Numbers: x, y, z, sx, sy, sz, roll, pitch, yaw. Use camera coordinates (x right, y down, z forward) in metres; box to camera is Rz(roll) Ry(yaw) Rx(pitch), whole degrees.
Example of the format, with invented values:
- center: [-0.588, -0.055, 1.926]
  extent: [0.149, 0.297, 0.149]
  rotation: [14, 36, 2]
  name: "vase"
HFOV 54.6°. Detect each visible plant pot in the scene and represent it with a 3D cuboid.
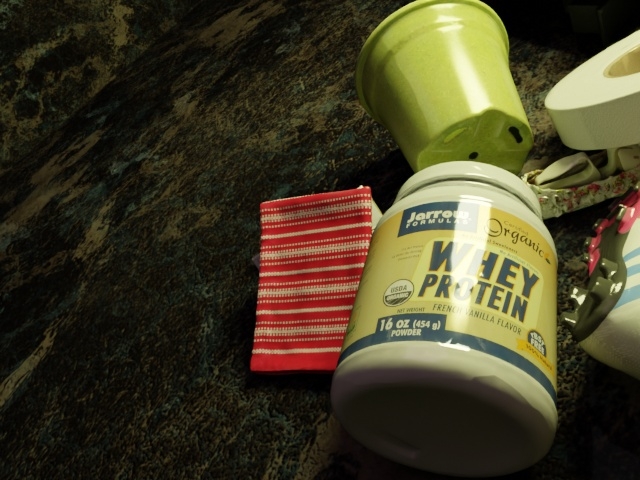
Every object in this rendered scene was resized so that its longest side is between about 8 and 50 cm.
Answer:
- center: [0.217, -0.212, 1.019]
  extent: [0.276, 0.276, 0.253]
  rotation: [-23, 49, 12]
  name: "plant pot"

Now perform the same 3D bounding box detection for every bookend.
- center: [0.530, -0.465, 1.214]
  extent: [0.157, 0.072, 0.156]
  rotation: [-44, 37, -15]
  name: "bookend"

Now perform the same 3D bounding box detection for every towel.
- center: [-0.017, 0.062, 0.918]
  extent: [0.199, 0.031, 0.274]
  rotation: [-5, 76, 31]
  name: "towel"

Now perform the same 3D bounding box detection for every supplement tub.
- center: [0.153, 0.080, 0.719]
  extent: [0.229, 0.228, 0.316]
  rotation: [-8, 43, 28]
  name: "supplement tub"

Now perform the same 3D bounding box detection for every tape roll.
- center: [0.511, -0.252, 0.864]
  extent: [0.392, 0.072, 0.392]
  rotation: [-30, 13, 7]
  name: "tape roll"

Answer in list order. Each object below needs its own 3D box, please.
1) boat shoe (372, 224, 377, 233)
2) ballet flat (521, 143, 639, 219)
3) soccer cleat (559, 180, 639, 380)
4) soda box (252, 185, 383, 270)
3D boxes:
- center: [0.097, 0.018, 0.952]
  extent: [0.268, 0.096, 0.088]
  rotation: [-34, 4, 18]
  name: "boat shoe"
- center: [0.397, -0.099, 0.881]
  extent: [0.241, 0.077, 0.091]
  rotation: [-23, 36, 10]
  name: "ballet flat"
- center: [0.385, 0.041, 0.722]
  extent: [0.143, 0.116, 0.331]
  rotation: [36, 48, 9]
  name: "soccer cleat"
- center: [0.000, 0.000, 1.015]
  extent: [0.216, 0.073, 0.069]
  rotation: [-33, -4, 5]
  name: "soda box"
